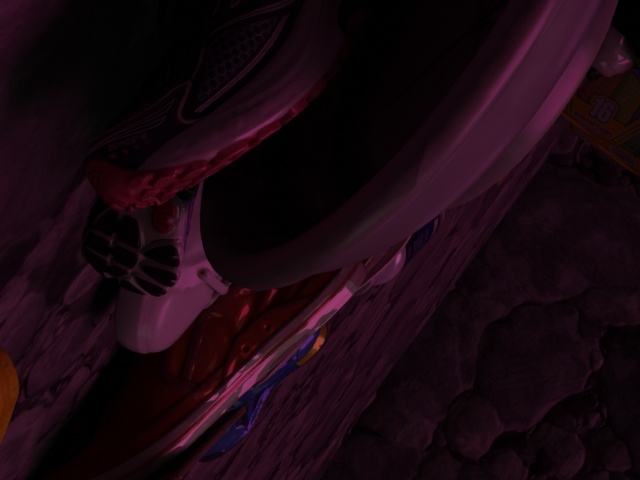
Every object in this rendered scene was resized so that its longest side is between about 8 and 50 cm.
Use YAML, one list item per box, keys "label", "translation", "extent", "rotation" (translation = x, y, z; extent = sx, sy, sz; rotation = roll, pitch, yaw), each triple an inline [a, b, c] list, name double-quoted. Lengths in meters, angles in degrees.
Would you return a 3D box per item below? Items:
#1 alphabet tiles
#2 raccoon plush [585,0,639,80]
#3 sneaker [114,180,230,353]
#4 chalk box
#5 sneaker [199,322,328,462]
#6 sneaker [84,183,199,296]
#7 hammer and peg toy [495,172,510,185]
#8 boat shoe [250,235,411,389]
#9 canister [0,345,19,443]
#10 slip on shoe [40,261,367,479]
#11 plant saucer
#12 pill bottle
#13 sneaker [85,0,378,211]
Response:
- label: "alphabet tiles"
  translation: [-0.153, 0.190, 1.564]
  extent: [0.198, 0.009, 0.237]
  rotation: [-26, -170, 34]
- label: "raccoon plush"
  translation: [0.317, -0.344, 1.526]
  extent: [0.446, 0.299, 0.216]
  rotation: [-60, 170, 22]
- label: "sneaker"
  translation: [-0.037, -0.025, 1.339]
  extent: [0.290, 0.123, 0.106]
  rotation: [-56, 163, -3]
- label: "chalk box"
  translation: [0.338, -0.194, 1.899]
  extent: [0.213, 0.132, 0.132]
  rotation: [-57, 168, -1]
- label: "sneaker"
  translation: [-0.085, 0.140, 1.916]
  extent: [0.209, 0.069, 0.082]
  rotation: [-49, 139, 9]
- label: "sneaker"
  translation: [-0.103, -0.029, 1.208]
  extent: [0.170, 0.068, 0.071]
  rotation: [-62, 180, 43]
- label: "hammer and peg toy"
  translation: [0.234, -0.250, 1.969]
  extent: [0.361, 0.127, 0.266]
  rotation: [-54, 169, -12]
- label: "boat shoe"
  translation: [0.000, 0.000, 1.680]
  extent: [0.324, 0.116, 0.097]
  rotation: [-48, 172, -13]
- label: "canister"
  translation: [-0.247, 0.126, 0.974]
  extent: [0.170, 0.073, 0.126]
  rotation: [-40, 162, -55]
- label: "slip on shoe"
  translation: [-0.112, 0.098, 1.518]
  extent: [0.331, 0.101, 0.123]
  rotation: [-42, -169, -4]
- label: "plant saucer"
  translation: [0.076, -0.130, 1.099]
  extent: [0.400, 0.100, 0.400]
  rotation: [-47, -157, 28]
- label: "pill bottle"
  translation: [0.064, -0.008, 2.021]
  extent: [0.169, 0.094, 0.094]
  rotation: [-45, 166, -51]
- label: "sneaker"
  translation: [-0.039, -0.136, 0.995]
  extent: [0.121, 0.112, 0.299]
  rotation: [-22, -151, 57]
